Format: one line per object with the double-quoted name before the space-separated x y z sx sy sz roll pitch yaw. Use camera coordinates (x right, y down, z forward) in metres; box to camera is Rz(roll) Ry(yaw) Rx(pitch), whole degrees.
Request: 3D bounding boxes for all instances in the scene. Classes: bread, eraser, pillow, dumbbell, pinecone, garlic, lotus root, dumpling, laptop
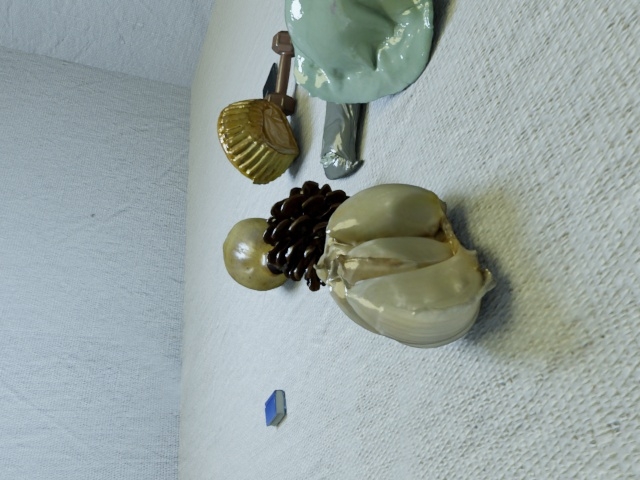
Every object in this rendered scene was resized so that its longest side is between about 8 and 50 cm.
"bread" -0.163 -0.272 1.486 0.139 0.239 0.240 -35 48 37
"eraser" -0.111 0.410 1.381 0.085 0.027 0.063 120 150 -46
"pillow" 0.039 -0.255 1.187 0.169 0.059 0.255 176 100 -71
"dumbbell" -0.103 -0.465 1.577 0.082 0.092 0.231 -5 -76 -84
"pinecone" 0.000 0.000 1.046 0.207 0.207 0.208 -172 90 -68
"garlic" 0.092 0.041 0.775 0.185 0.203 0.281 94 164 -51
"lotus root" -0.144 0.039 1.416 0.310 0.182 0.183 20 101 62
"dumpling" 0.080 -0.417 0.981 0.321 0.269 0.212 88 -160 -60
"laptop" -0.159 -0.466 1.810 0.129 0.016 0.180 123 146 -48
